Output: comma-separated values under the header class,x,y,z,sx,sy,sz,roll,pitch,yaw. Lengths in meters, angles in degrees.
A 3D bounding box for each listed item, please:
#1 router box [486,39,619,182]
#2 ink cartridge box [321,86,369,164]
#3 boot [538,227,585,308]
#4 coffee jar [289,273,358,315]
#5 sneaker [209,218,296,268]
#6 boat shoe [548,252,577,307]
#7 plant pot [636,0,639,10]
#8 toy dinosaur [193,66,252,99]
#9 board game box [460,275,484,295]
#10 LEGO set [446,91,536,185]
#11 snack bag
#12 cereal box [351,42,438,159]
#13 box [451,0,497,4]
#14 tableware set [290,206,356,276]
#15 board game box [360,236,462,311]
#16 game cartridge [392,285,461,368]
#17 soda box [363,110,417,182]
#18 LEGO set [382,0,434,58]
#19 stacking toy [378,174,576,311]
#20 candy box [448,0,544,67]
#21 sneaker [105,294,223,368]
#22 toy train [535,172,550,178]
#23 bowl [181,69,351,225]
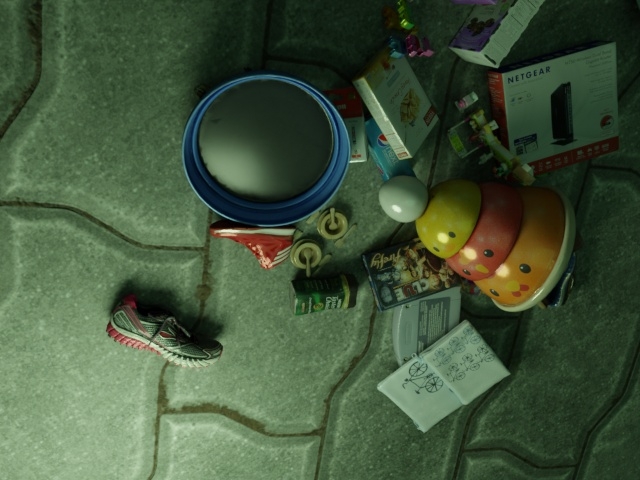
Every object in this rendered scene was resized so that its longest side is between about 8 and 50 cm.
class,x,y,z,sx,sy,sz,roll,pitch,yaw
router box,0.629,-0.347,1.713,0.335,0.082,0.301,-18,114,-9
ink cartridge box,0.037,-0.276,1.557,0.145,0.045,0.179,-3,117,18
boot,0.684,0.066,1.868,0.207,0.090,0.248,-29,108,9
coffee jar,0.011,0.145,1.721,0.184,0.079,0.096,-7,129,-14
sneaker,-0.173,0.016,1.621,0.221,0.087,0.128,2,108,-15
boat shoe,0.740,0.114,1.936,0.066,0.066,0.183,8,103,-39
plant pot,0.919,-0.646,1.603,0.195,0.290,0.290,36,99,12
toy dinosaur,-0.162,-0.331,1.507,0.268,0.064,0.118,26,116,-23
board game box,0.481,0.091,1.864,0.133,0.033,0.168,32,99,-24
LEGO set,0.424,-0.236,1.649,0.107,0.132,0.287,-32,82,-2
snack bag,0.370,0.418,1.905,0.342,0.037,0.323,-37,127,7
cereal box,0.190,-0.343,1.562,0.240,0.047,0.173,53,53,-25
box,0.414,-0.686,1.459,0.057,0.201,0.293,27,100,-23
tableware set,0.000,0.000,1.689,0.128,0.039,0.194,38,97,-25
board game box,0.252,0.081,1.757,0.243,0.042,0.165,-18,91,-9
game cartridge,0.309,0.250,1.866,0.198,0.062,0.297,-4,111,-10
soda box,0.168,-0.231,1.634,0.071,0.067,0.210,-32,116,-3
LEGO set,0.212,-0.508,1.517,0.093,0.087,0.227,8,65,-33
stacking toy,0.364,-0.041,1.638,0.480,0.350,0.350,19,104,-13
candy box,0.424,-0.528,1.541,0.070,0.165,0.196,30,99,-25
sneaker,-0.385,0.238,1.625,0.299,0.121,0.112,23,100,-22
toy train,0.620,-0.188,1.807,0.083,0.017,0.023,-14,123,-10
bowl,-0.127,-0.216,1.501,0.391,0.077,0.391,-3,124,-4
